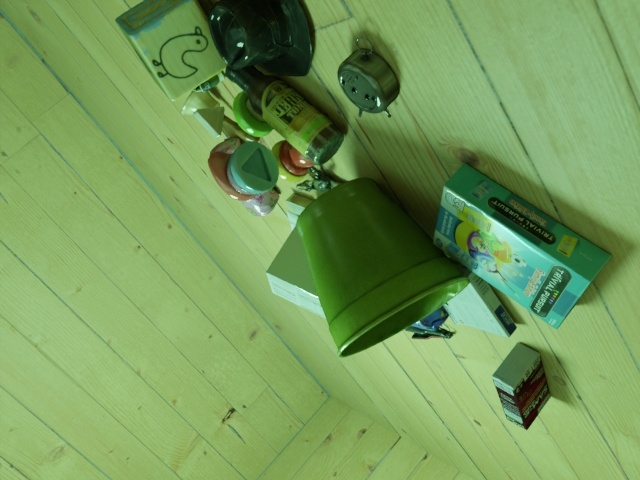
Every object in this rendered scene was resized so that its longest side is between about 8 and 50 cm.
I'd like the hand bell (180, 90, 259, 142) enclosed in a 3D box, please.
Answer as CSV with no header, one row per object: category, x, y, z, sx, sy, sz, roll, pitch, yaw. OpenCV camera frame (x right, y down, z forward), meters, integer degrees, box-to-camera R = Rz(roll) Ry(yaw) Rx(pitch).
hand bell,-0.292,-0.372,2.014,0.242,0.126,0.126,33,162,-7

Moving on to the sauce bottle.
sauce bottle,-0.098,-0.330,1.633,0.344,0.111,0.111,41,161,12

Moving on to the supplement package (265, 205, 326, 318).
supplement package,-0.008,0.065,2.000,0.204,0.261,0.145,24,155,17

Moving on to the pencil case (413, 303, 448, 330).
pencil case,0.271,0.206,1.992,0.306,0.119,0.133,-11,98,68

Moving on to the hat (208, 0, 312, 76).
hat,-0.161,-0.461,1.458,0.331,0.134,0.331,38,160,16

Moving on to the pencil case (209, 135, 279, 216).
pencil case,-0.250,-0.211,2.203,0.124,0.124,0.284,16,147,55

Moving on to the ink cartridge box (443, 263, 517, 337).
ink cartridge box,0.387,0.151,1.753,0.223,0.045,0.224,52,161,-20

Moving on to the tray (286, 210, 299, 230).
tray,0.000,0.000,2.198,0.270,0.030,0.145,28,159,18

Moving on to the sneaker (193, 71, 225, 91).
sneaker,-0.364,-0.478,1.913,0.192,0.086,0.064,26,154,43

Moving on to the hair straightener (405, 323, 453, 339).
hair straightener,0.345,0.288,2.129,0.089,0.047,0.230,49,161,-16

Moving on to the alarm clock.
alarm clock,0.091,-0.332,1.324,0.129,0.064,0.192,35,156,27

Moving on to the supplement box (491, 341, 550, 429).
supplement box,0.557,0.405,1.810,0.073,0.130,0.239,26,155,42

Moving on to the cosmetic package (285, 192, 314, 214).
cosmetic package,-0.055,-0.110,2.124,0.115,0.041,0.060,24,153,46

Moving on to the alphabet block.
alphabet block,-0.372,-0.504,1.660,0.193,0.192,0.197,50,173,51

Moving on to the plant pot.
plant pot,0.120,0.046,1.636,0.353,0.367,0.366,60,166,16

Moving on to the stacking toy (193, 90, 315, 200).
stacking toy,-0.144,-0.264,1.669,0.130,0.309,0.279,-22,97,48

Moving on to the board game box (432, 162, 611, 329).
board game box,0.403,0.018,1.384,0.336,0.079,0.253,37,160,21

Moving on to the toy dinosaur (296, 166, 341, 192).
toy dinosaur,0.009,-0.165,1.848,0.268,0.064,0.118,19,163,49
